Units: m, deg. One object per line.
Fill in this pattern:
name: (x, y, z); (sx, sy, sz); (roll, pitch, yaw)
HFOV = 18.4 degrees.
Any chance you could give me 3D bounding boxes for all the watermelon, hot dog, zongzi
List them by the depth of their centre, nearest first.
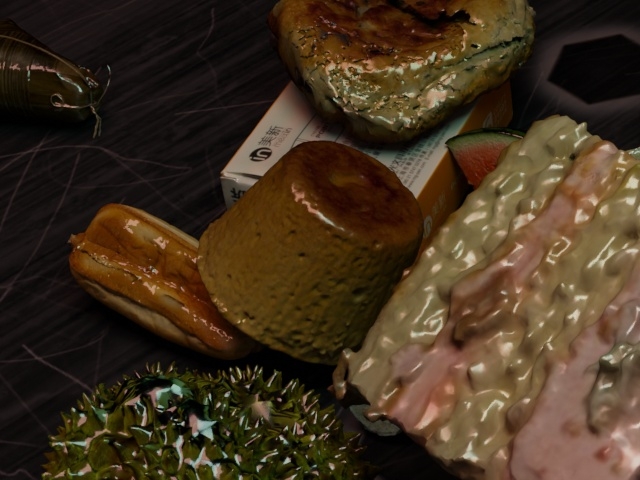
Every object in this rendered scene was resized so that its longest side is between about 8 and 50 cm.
hot dog: (-0.147, 0.042, 1.925); (0.249, 0.076, 0.102); (27, 80, 27)
watermelon: (0.184, -0.067, 1.960); (0.135, 0.094, 0.125); (17, 6, -6)
zongzi: (-0.310, -0.200, 2.245); (0.187, 0.084, 0.184); (10, 34, 12)

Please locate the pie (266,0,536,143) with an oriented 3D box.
pie: (0.088, -0.219, 2.034); (0.308, 0.085, 0.308); (-5, 38, 4)

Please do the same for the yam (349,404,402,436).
yam: (0.096, 0.098, 1.814); (0.078, 0.078, 0.179); (20, 48, 30)

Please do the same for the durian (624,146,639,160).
durian: (0.295, -0.043, 1.888); (0.252, 0.139, 0.144); (-16, 36, 4)

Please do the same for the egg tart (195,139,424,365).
egg tart: (0.000, 0.000, 1.834); (0.202, 0.147, 0.202); (22, 33, -15)

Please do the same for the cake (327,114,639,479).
cake: (0.242, 0.107, 1.550); (0.314, 0.293, 0.307); (-56, 42, -2)

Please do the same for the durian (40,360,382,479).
durian: (-0.092, 0.223, 1.617); (0.291, 0.225, 0.291); (17, 15, -5)

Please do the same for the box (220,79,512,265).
box: (0.051, -0.099, 2.036); (0.220, 0.091, 0.274); (14, 46, 25)
